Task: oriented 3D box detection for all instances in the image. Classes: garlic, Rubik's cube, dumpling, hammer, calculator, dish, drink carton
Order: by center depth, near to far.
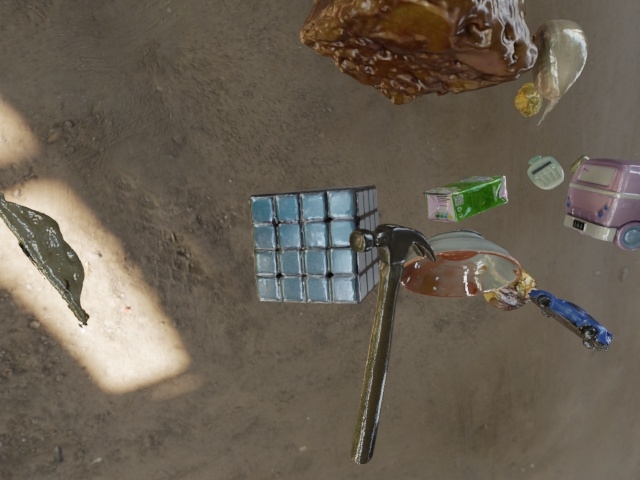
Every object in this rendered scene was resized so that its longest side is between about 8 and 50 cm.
[{"bbox_3d":[0.096,0.185,0.714,0.168,0.044,0.439,-4,109,-35],"label":"hammer"},{"bbox_3d":[0.478,-0.354,0.864,0.091,0.128,0.198,-1,80,-4],"label":"garlic"},{"bbox_3d":[-0.587,0.043,0.935,0.086,0.166,0.332,-32,93,-25],"label":"dumpling"},{"bbox_3d":[0.301,0.045,0.942,0.260,0.085,0.260,3,153,1],"label":"dish"},{"bbox_3d":[0.000,0.000,1.361,0.345,0.344,0.337,-3,97,18],"label":"Rubik's cube"},{"bbox_3d":[0.751,-0.231,1.413,0.095,0.153,0.021,-38,130,26],"label":"calculator"},{"bbox_3d":[0.524,-0.156,1.522,0.271,0.161,0.108,-20,107,-24],"label":"drink carton"}]

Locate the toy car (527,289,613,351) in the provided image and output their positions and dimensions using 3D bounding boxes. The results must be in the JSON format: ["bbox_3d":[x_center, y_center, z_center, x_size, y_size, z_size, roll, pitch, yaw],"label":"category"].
[{"bbox_3d":[0.625,0.190,1.059,0.063,0.216,0.103,-47,138,4],"label":"toy car"}]

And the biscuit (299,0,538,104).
[{"bbox_3d":[0.190,-0.434,0.858,0.343,0.395,0.166,22,84,-34],"label":"biscuit"}]

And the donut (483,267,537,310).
[{"bbox_3d":[0.610,0.154,1.384,0.184,0.166,0.073,-39,153,-33],"label":"donut"}]

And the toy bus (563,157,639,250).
[{"bbox_3d":[0.543,-0.060,0.706,0.203,0.142,0.142,6,103,-2],"label":"toy bus"}]

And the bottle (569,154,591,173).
[{"bbox_3d":[0.630,-0.149,0.971,0.101,0.047,0.063,43,93,10],"label":"bottle"}]

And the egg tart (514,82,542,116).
[{"bbox_3d":[0.773,-0.527,1.583,0.049,0.129,0.128,-12,118,-13],"label":"egg tart"}]
